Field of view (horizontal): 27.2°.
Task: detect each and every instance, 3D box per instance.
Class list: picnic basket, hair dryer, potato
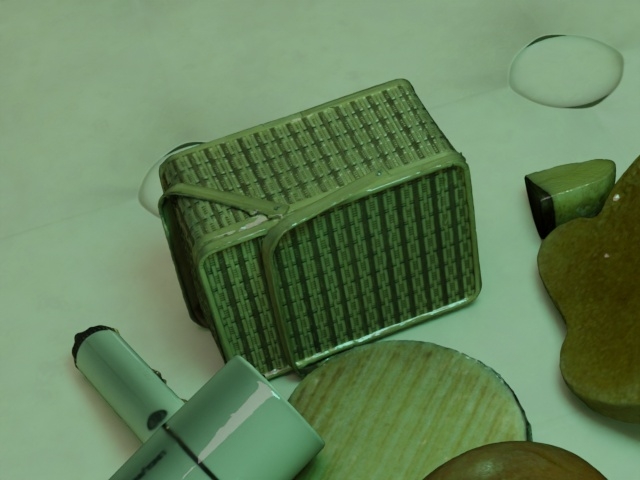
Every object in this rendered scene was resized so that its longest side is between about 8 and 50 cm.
[{"bbox_3d":[0.000,0.000,1.424,0.312,0.228,0.175,-19,45,-9],"label":"picnic basket"},{"bbox_3d":[-0.169,0.175,1.364,0.203,0.128,0.362,-45,41,-8],"label":"hair dryer"},{"bbox_3d":[0.295,-0.048,1.519,0.103,0.066,0.096,-14,22,3],"label":"potato"}]

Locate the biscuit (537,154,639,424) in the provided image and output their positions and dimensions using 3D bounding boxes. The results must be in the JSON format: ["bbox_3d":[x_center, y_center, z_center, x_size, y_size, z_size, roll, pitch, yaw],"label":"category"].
[{"bbox_3d":[0.351,0.032,1.380,0.287,0.057,0.344,-4,56,46],"label":"biscuit"}]

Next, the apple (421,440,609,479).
[{"bbox_3d":[0.178,0.293,1.120,0.253,0.254,0.254,-5,47,5],"label":"apple"}]

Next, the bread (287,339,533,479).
[{"bbox_3d":[0.083,0.212,1.337,0.266,0.040,0.267,-5,48,6],"label":"bread"}]
